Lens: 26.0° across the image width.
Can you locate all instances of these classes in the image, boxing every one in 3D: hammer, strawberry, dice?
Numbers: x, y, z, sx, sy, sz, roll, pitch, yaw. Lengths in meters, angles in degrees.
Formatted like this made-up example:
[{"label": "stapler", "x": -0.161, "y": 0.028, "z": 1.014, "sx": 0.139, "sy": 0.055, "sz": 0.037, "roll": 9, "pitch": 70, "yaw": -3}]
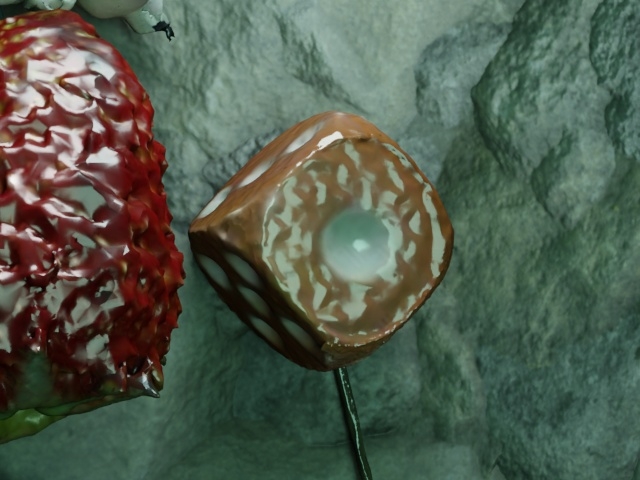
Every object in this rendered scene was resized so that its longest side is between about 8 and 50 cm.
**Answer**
[{"label": "hammer", "x": 0.045, "y": 0.227, "z": 1.336, "sx": 0.029, "sy": 0.058, "sz": 0.292, "roll": -15, "pitch": 93, "yaw": -30}, {"label": "strawberry", "x": -0.261, "y": -0.011, "z": 1.085, "sx": 0.292, "sy": 0.292, "sz": 0.343, "roll": -11, "pitch": 78, "yaw": -25}, {"label": "dice", "x": 0.000, "y": 0.000, "z": 1.239, "sx": 0.174, "sy": 0.179, "sz": 0.175, "roll": -45, "pitch": 104, "yaw": -17}]

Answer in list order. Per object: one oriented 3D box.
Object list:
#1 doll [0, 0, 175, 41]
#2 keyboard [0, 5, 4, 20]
[{"label": "doll", "x": -0.209, "y": -0.249, "z": 1.179, "sx": 0.192, "sy": 0.095, "sz": 0.149, "roll": 0, "pitch": 97, "yaw": -27}, {"label": "keyboard", "x": -0.352, "y": -0.176, "z": 1.156, "sx": 0.176, "sy": 0.014, "sz": 0.055, "roll": -16, "pitch": 97, "yaw": -24}]
